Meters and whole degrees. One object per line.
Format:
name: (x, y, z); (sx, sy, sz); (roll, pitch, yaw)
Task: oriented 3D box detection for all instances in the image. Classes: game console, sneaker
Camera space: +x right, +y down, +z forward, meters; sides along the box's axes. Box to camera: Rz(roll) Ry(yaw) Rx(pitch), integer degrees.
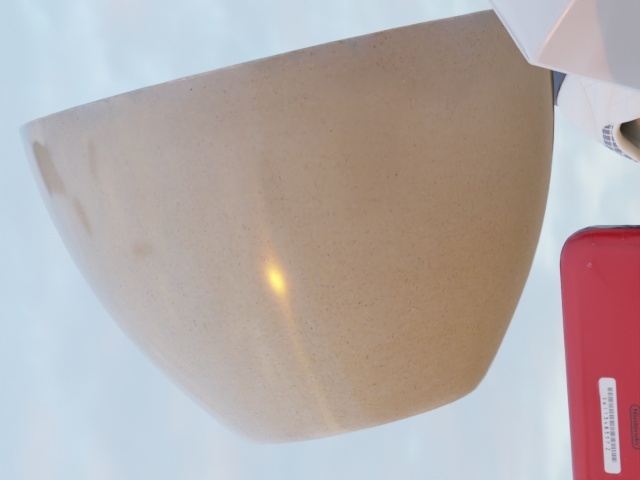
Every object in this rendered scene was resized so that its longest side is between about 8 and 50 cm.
game console: (0.160, 0.058, 0.694); (0.085, 0.124, 0.144); (-25, -68, -63)
sneaker: (0.219, -0.147, 1.252); (0.090, 0.095, 0.235); (-34, -20, -26)

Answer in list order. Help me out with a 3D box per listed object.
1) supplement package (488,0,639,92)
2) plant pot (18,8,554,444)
supplement package: (0.190, -0.217, 0.785); (0.293, 0.177, 0.175); (-59, 38, 29)
plant pot: (0.000, 0.000, 1.006); (0.284, 0.284, 0.191); (-23, -79, -73)
